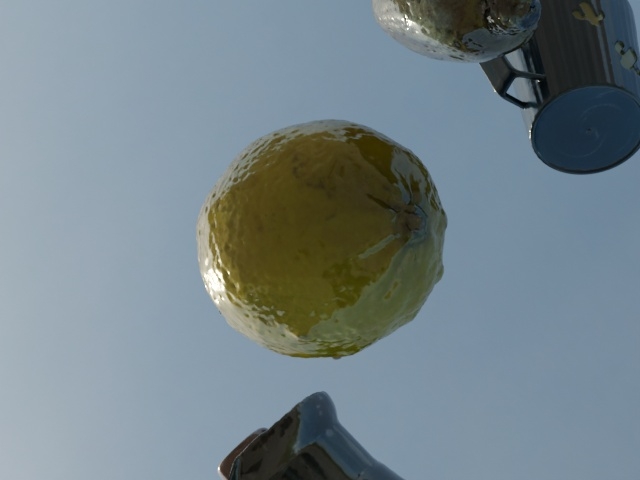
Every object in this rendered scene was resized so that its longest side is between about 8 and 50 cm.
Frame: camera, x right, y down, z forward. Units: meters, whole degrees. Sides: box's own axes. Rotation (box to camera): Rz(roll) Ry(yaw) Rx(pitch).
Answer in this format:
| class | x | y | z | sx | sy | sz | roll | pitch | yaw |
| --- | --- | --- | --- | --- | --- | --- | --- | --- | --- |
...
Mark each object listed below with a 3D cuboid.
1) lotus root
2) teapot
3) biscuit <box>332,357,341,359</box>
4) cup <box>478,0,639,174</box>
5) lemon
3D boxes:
| class | x | y | z | sx | sy | sz | roll | pitch | yaw |
| --- | --- | --- | --- | --- | --- | --- | --- | --- | --- |
| lotus root | 0.113 | -0.185 | 1.014 | 0.192 | 0.113 | 0.088 | -153 | -111 | -63 |
| teapot | 0.041 | 0.366 | 1.502 | 0.305 | 0.376 | 0.362 | -45 | -100 | 12 |
| biscuit | 0.000 | 0.111 | 1.621 | 0.015 | 0.091 | 0.078 | -32 | -131 | 3 |
| cup | 0.223 | -0.156 | 1.193 | 0.155 | 0.176 | 0.131 | -92 | -159 | -45 |
| lemon | 0.000 | 0.000 | 1.029 | 0.231 | 0.192 | 0.192 | -14 | -119 | 54 |
